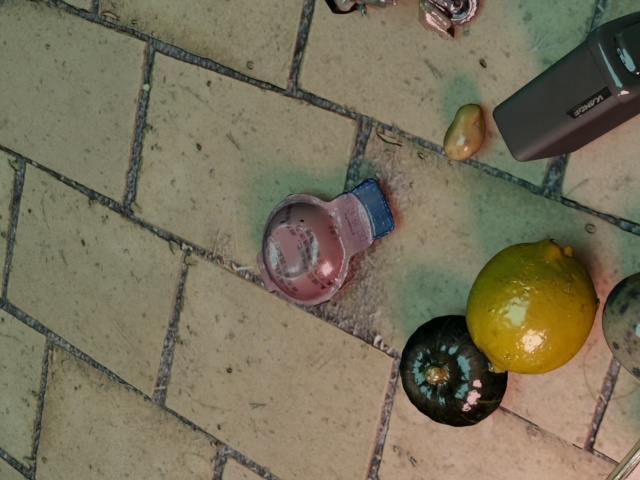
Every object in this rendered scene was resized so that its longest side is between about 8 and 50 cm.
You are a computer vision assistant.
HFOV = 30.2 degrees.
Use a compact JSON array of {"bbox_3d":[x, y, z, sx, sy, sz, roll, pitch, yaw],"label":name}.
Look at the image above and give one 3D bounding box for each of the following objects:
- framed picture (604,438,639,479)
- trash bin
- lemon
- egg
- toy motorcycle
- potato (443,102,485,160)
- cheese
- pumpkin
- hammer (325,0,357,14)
[{"bbox_3d":[0.526,0.317,1.495,0.274,0.017,0.217,31,119,6],"label":"framed picture"},{"bbox_3d":[0.357,-0.195,1.515,0.236,0.176,0.101,-34,77,41],"label":"trash bin"},{"bbox_3d":[0.289,0.089,1.619,0.173,0.173,0.206,36,122,30],"label":"lemon"},{"bbox_3d":[0.447,0.120,1.520,0.182,0.141,0.141,47,124,13],"label":"egg"},{"bbox_3d":[0.110,-0.360,1.705,0.229,0.094,0.130,27,122,-10],"label":"toy motorcycle"},{"bbox_3d":[0.209,-0.157,1.714,0.068,0.062,0.083,-148,58,-65],"label":"potato"},{"bbox_3d":[0.000,0.000,1.907,0.286,0.074,0.189,-33,77,35],"label":"cheese"},{"bbox_3d":[0.195,0.193,1.745,0.167,0.125,0.167,15,122,25],"label":"pumpkin"},{"bbox_3d":[0.103,-0.536,1.724,0.409,0.095,0.242,-34,75,36],"label":"hammer"}]
